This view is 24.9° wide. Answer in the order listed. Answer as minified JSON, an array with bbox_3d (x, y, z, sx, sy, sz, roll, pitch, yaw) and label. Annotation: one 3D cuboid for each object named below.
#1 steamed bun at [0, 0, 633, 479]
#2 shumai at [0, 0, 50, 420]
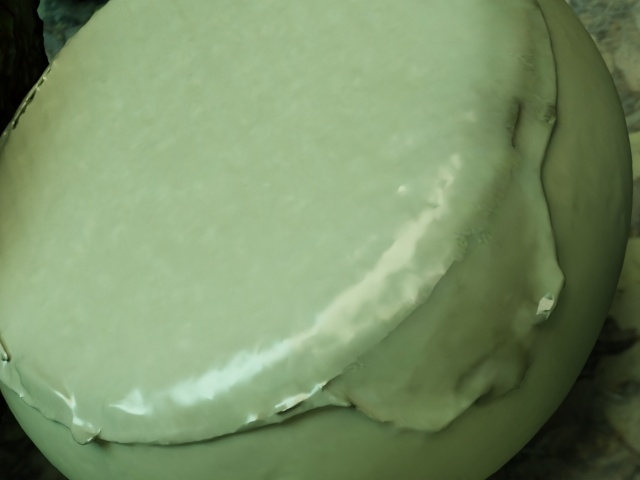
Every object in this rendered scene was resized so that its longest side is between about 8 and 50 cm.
[{"bbox_3d":[0.000,0.000,0.814,0.374,0.241,0.375,-16,53,22],"label":"steamed bun"},{"bbox_3d":[-0.356,-0.020,0.863,0.348,0.395,0.395,1,53,3],"label":"shumai"}]
